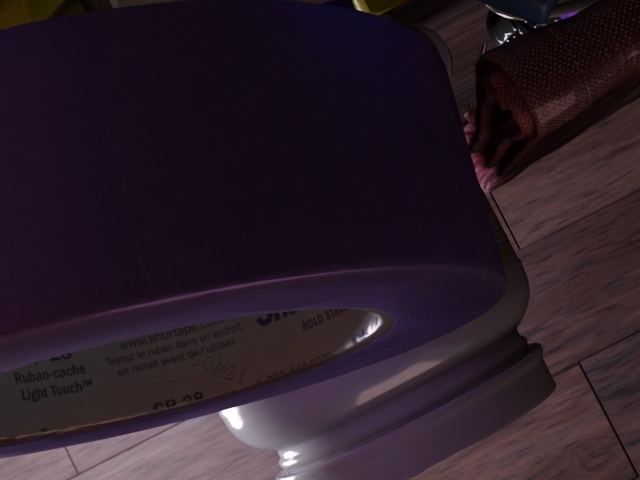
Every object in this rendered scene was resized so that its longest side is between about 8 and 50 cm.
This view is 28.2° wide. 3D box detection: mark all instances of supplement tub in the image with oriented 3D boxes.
[{"bbox_3d":[0.000,0.000,0.903,0.241,0.331,0.241,-27,176,-2],"label":"supplement tub"}]

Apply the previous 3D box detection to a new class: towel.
[{"bbox_3d":[0.195,-0.125,0.467,0.329,0.037,0.237,-33,177,1],"label":"towel"}]

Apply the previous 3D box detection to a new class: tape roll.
[{"bbox_3d":[-0.074,0.013,0.475,0.274,0.090,0.275,-13,167,-3],"label":"tape roll"}]

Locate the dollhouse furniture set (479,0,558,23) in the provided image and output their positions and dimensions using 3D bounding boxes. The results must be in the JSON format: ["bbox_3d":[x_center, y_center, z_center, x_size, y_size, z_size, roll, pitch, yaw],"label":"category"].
[{"bbox_3d":[0.080,-0.197,0.252,0.198,0.303,0.286,-60,162,-15],"label":"dollhouse furniture set"}]

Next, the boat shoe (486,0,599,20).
[{"bbox_3d":[0.244,-0.250,0.882,0.307,0.111,0.104,-30,174,41],"label":"boat shoe"}]

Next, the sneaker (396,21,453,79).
[{"bbox_3d":[0.051,-0.135,1.160,0.153,0.099,0.282,-17,178,-39],"label":"sneaker"}]

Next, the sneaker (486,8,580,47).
[{"bbox_3d":[0.213,-0.218,1.161,0.146,0.102,0.293,-28,176,25],"label":"sneaker"}]

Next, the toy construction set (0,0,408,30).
[{"bbox_3d":[-0.112,-0.081,0.573,0.327,0.151,0.215,-36,-179,40],"label":"toy construction set"}]
